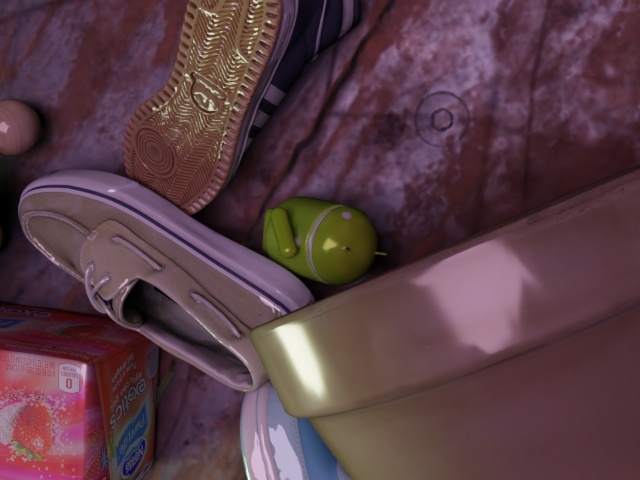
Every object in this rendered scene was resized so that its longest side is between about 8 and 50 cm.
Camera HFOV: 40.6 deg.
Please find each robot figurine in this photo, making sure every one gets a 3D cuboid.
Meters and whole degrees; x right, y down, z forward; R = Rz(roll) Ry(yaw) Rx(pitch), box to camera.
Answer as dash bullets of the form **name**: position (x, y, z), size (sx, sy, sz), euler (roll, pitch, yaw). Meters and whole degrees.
- **robot figurine**: position (0.000, 0.000, 0.719), size (0.115, 0.101, 0.067), euler (15, 99, 48)

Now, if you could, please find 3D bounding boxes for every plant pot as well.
- **plant pot**: position (0.151, 0.124, 0.567), size (0.323, 0.323, 0.280), euler (-23, 86, 16)

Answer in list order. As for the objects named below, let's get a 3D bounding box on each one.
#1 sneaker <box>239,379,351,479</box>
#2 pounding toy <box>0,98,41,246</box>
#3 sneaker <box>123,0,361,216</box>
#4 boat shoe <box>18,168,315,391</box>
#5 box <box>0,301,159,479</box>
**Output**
- **sneaker**: position (0.079, 0.228, 0.714), size (0.208, 0.127, 0.319), euler (-23, 100, 18)
- **pounding toy**: position (-0.361, -0.025, 0.819), size (0.182, 0.110, 0.237), euler (15, 71, 23)
- **sneaker**: position (-0.063, -0.139, 0.727), size (0.099, 0.153, 0.282), euler (40, 135, 4)
- **boat shoe**: position (-0.149, 0.026, 0.733), size (0.302, 0.094, 0.109), euler (22, 131, 19)
- **box**: position (-0.314, 0.145, 0.792), size (0.299, 0.142, 0.154), euler (7, 99, 13)
